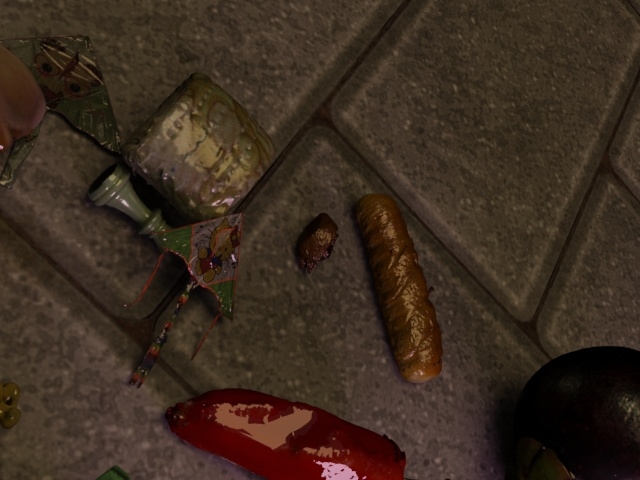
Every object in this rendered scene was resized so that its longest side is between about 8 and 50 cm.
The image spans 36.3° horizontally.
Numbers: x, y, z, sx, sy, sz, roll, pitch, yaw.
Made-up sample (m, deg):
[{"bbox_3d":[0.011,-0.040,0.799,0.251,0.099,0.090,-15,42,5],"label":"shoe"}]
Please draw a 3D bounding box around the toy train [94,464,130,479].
[{"bbox_3d":[-0.222,0.354,0.887,0.202,0.120,0.301,34,32,15],"label":"toy train"}]

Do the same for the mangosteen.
[{"bbox_3d":[0.407,0.301,1.379,0.300,0.300,0.300,18,59,-32],"label":"mangosteen"}]

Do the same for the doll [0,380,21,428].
[{"bbox_3d":[-0.420,0.112,0.935,0.291,0.086,0.117,27,25,-28],"label":"doll"}]

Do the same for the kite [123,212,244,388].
[{"bbox_3d":[-0.158,0.062,1.149,0.244,0.006,0.198,-58,141,-16],"label":"kite"}]

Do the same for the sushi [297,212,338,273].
[{"bbox_3d":[0.000,0.000,1.357,0.047,0.050,0.099,47,58,-20],"label":"sushi"}]

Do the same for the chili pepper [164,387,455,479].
[{"bbox_3d":[-0.008,0.260,1.191,0.387,0.110,0.110,25,55,-22],"label":"chili pepper"}]

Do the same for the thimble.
[{"bbox_3d":[-0.153,-0.109,1.215,0.143,0.137,0.190,46,35,-15],"label":"thimble"}]

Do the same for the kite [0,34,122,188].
[{"bbox_3d":[-0.337,-0.166,1.186,0.229,0.012,0.250,32,53,-20],"label":"kite"}]

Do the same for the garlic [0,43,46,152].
[{"bbox_3d":[-0.427,-0.156,1.032,0.228,0.110,0.217,41,64,-17],"label":"garlic"}]

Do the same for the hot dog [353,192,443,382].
[{"bbox_3d":[0.114,0.064,1.412,0.087,0.061,0.286,-13,76,-30],"label":"hot dog"}]

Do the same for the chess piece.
[{"bbox_3d":[-0.212,-0.027,1.193,0.149,0.059,0.059,43,49,-20],"label":"chess piece"}]
